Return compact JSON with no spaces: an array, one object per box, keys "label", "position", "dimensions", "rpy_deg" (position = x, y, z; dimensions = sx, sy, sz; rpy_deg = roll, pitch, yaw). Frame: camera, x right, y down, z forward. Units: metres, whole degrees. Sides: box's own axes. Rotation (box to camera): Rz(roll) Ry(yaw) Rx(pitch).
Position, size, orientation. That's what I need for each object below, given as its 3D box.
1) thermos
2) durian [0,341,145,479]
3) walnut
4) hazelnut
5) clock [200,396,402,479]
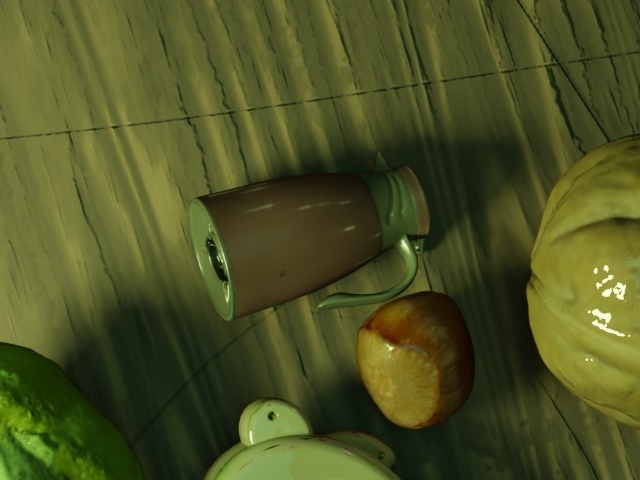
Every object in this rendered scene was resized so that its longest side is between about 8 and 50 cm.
[{"label":"thermos","position":[0.000,0.000,1.850],"dimensions":[0.265,0.146,0.176],"rpy_deg":[-15,76,-15]},{"label":"durian","position":[-0.303,0.267,1.730],"dimensions":[0.204,0.255,0.340],"rpy_deg":[-14,75,30]},{"label":"walnut","position":[0.412,0.050,1.804],"dimensions":[0.381,0.381,0.381],"rpy_deg":[1,83,-7]},{"label":"hazelnut","position":[0.118,0.135,1.845],"dimensions":[0.150,0.150,0.150],"rpy_deg":[1,83,-7]},{"label":"clock","position":[-0.007,0.345,1.801],"dimensions":[0.309,0.114,0.284],"rpy_deg":[38,81,-10]}]
